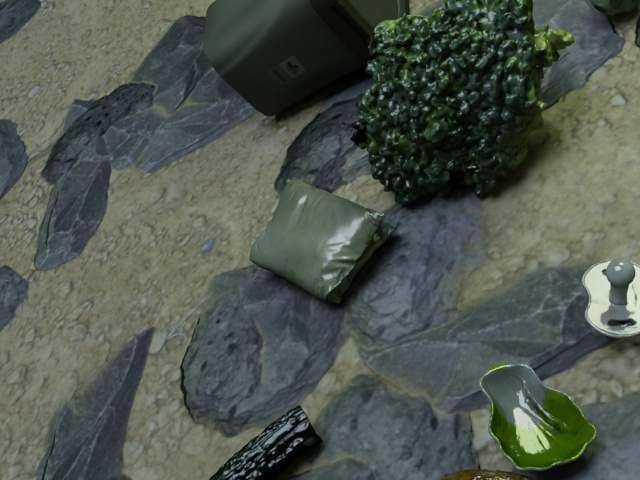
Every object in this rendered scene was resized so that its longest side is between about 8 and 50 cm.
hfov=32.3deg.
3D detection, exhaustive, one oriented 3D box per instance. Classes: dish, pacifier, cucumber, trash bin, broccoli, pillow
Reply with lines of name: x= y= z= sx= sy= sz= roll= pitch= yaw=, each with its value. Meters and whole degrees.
dish: x=0.203 y=0.178 z=1.076 sx=0.091 sy=0.039 sz=0.137 roll=-19 pitch=40 yaw=-10
pacifier: x=0.302 y=0.047 z=1.097 sx=0.081 sy=0.078 sz=0.099 roll=-4 pitch=47 yaw=10
cucumber: x=-0.079 y=0.260 z=1.230 sx=0.187 sy=0.058 sz=0.058 roll=-43 pitch=38 yaw=-2
trash bin: x=-0.028 y=-0.332 z=1.639 sx=0.250 sy=0.220 sz=0.219 roll=-30 pitch=37 yaw=25
broccoli: x=0.182 y=-0.183 z=1.360 sx=0.288 sy=0.248 sz=0.245 roll=-17 pitch=7 yaw=42
pillow: x=0.000 y=0.000 z=1.397 sx=0.181 sy=0.078 sz=0.134 roll=23 pitch=73 yaw=46

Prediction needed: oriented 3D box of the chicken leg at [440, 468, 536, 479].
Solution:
chicken leg: x=0.179 y=0.252 z=1.021 sx=0.178 sy=0.070 sz=0.093 roll=-11 pitch=51 yaw=20

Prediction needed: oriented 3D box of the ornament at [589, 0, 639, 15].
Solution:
ornament: x=0.381 y=-0.350 z=1.414 sx=0.075 sy=0.081 sz=0.156 roll=-53 pitch=19 yaw=46
